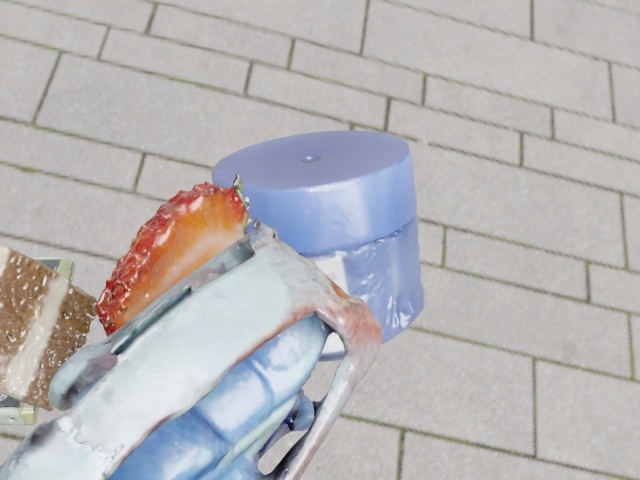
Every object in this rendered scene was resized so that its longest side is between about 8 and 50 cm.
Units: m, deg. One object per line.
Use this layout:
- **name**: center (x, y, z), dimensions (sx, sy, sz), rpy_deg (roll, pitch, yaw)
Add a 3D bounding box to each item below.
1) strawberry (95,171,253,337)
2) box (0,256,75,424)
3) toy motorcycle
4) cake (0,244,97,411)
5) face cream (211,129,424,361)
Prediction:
- **strawberry**: center (-0.130, 0.056, 0.887), dimensions (0.174, 0.098, 0.228), rpy_deg (62, 38, -23)
- **box**: center (-0.480, 0.138, 1.363), dimensions (0.211, 0.045, 0.270), rpy_deg (1, 53, 6)
- **toy motorcycle**: center (-0.116, 0.119, 0.610), dimensions (0.182, 0.241, 0.319), rpy_deg (24, 58, 36)
- **cake**: center (-0.314, 0.074, 0.890), dimensions (0.135, 0.147, 0.134), rpy_deg (9, 76, 41)
- **face cream**: center (0.000, 0.000, 1.176), dimensions (0.249, 0.225, 0.249), rpy_deg (-5, 22, 2)
